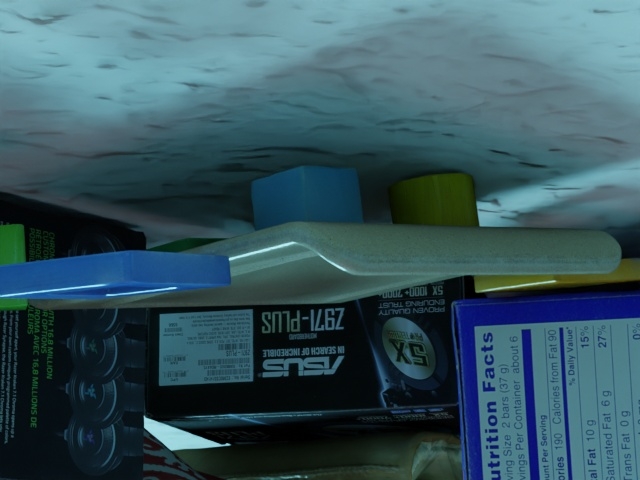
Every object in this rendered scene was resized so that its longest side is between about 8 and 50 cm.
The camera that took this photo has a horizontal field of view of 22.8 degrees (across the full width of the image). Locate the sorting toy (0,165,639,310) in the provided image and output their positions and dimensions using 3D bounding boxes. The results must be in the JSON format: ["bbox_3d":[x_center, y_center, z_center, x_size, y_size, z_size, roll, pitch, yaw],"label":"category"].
[{"bbox_3d":[0.000,0.000,0.676,0.348,0.047,0.196,1,173,-45],"label":"sorting toy"}]

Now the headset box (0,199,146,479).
[{"bbox_3d":[-0.249,0.056,0.737,0.246,0.131,0.283,-13,161,41],"label":"headset box"}]

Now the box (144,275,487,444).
[{"bbox_3d":[0.006,0.070,0.911,0.180,0.077,0.147,-4,166,12],"label":"box"}]

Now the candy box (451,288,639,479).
[{"bbox_3d":[0.254,0.085,0.845,0.317,0.122,0.268,-4,173,19],"label":"candy box"}]

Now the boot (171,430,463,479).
[{"bbox_3d":[-0.021,0.172,0.987,0.269,0.089,0.236,-8,166,25],"label":"boot"}]

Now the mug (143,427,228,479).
[{"bbox_3d":[-0.090,0.160,0.824,0.150,0.113,0.169,33,180,-39],"label":"mug"}]
